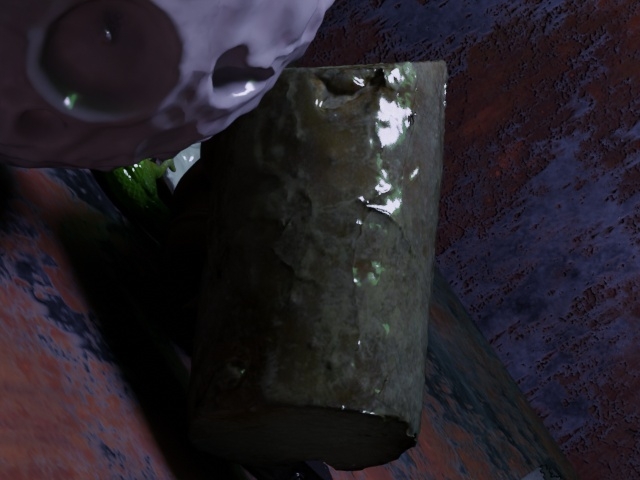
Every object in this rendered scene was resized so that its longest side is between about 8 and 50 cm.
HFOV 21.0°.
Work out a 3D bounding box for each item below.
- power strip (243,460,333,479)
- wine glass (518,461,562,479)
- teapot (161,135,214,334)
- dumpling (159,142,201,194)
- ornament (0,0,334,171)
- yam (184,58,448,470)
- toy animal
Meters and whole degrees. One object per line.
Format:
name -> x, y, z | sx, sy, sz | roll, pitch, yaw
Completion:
power strip -> -0.031, 0.160, 1.266 | 0.111, 0.038, 0.029 | 46, 13, -38
wine glass -> 0.078, 0.224, 1.061 | 0.093, 0.202, 0.093 | 54, 8, -11
teapot -> -0.045, 0.003, 1.342 | 0.185, 0.175, 0.268 | 15, -46, 33
dumpling -> -0.067, -0.033, 1.543 | 0.219, 0.108, 0.152 | 45, -7, 0
ornament -> -0.148, -0.199, 1.053 | 0.337, 0.337, 0.337 | 52, 9, -12
yam -> 0.000, 0.000, 1.181 | 0.168, 0.168, 0.304 | 35, 57, -65
toy animal -> -0.132, -0.033, 1.432 | 0.217, 0.041, 0.075 | 51, 33, -24
